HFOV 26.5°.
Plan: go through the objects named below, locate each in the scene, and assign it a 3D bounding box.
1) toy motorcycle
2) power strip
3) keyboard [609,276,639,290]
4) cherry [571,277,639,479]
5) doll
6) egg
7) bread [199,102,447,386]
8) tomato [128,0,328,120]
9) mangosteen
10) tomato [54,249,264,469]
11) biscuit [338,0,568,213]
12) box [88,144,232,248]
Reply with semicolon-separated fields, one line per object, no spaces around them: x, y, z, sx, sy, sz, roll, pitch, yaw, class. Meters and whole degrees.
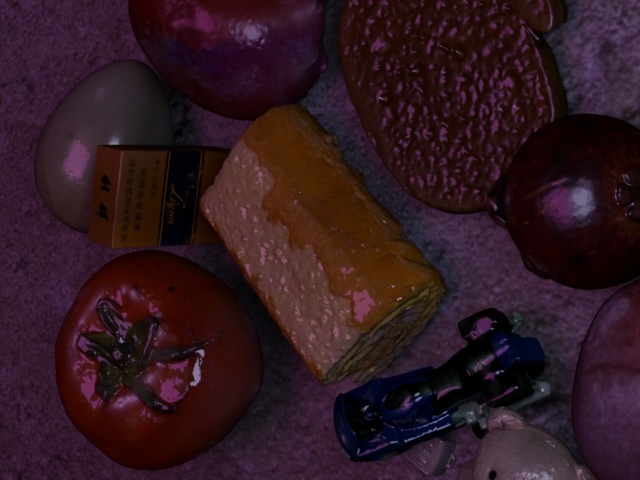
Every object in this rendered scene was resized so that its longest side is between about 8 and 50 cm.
0.144;0.213;1.803;0.331;0.196;0.125;-33;60;27;toy motorcycle
0.095;0.253;1.973;0.252;0.027;0.060;35;114;34;power strip
0.432;0.035;1.678;0.166;0.017;0.055;-1;96;41;keyboard
0.414;0.170;1.576;0.261;0.221;0.307;-21;61;37;cherry
0.226;0.357;1.728;0.175;0.149;0.278;36;131;19;doll
-0.344;-0.152;2.201;0.218;0.218;0.295;30;104;35;egg
0.000;0.000;1.950;0.375;0.165;0.236;52;121;27;bread
-0.157;-0.289;1.996;0.335;0.176;0.290;34;142;20;tomato
0.308;-0.043;1.667;0.257;0.215;0.215;-13;84;58;mangosteen
-0.235;0.182;2.103;0.341;0.273;0.341;-6;79;31;tomato
0.190;-0.235;1.835;0.350;0.070;0.394;-29;75;36;biscuit
-0.241;-0.070;2.105;0.070;0.237;0.152;17;103;44;box
